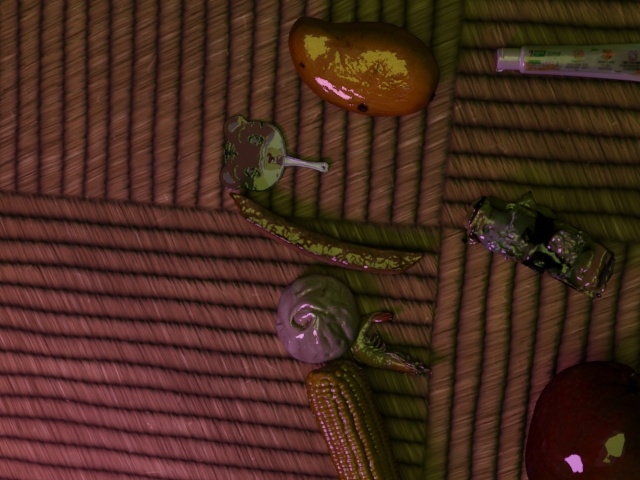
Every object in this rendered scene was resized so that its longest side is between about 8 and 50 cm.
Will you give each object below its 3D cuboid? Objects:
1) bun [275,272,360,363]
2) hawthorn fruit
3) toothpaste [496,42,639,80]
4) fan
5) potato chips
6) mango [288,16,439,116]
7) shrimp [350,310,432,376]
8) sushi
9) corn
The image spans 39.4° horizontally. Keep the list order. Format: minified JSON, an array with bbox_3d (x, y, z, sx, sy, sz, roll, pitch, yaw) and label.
[{"bbox_3d":[-0.009,0.158,1.781,0.183,0.102,0.183,1,95,12],"label":"bun"},{"bbox_3d":[0.519,0.387,1.635,0.308,0.308,0.324,24,91,5],"label":"hawthorn fruit"},{"bbox_3d":[0.486,-0.335,1.657,0.314,0.058,0.056,3,55,5],"label":"toothpaste"},{"bbox_3d":[-0.093,-0.165,1.800,0.227,0.008,0.152,9,99,9],"label":"fan"},{"bbox_3d":[0.000,0.000,1.783,0.407,0.057,0.080,19,88,7],"label":"potato chips"},{"bbox_3d":[0.081,-0.330,1.692,0.295,0.120,0.177,18,109,8],"label":"mango"},{"bbox_3d":[0.146,0.206,1.801,0.178,0.034,0.124,12,98,17],"label":"shrimp"},{"bbox_3d":[0.414,-0.003,1.679,0.291,0.131,0.139,26,103,13],"label":"sushi"},{"bbox_3d":[0.074,0.407,1.793,0.131,0.131,0.344,-18,95,12],"label":"corn"}]
